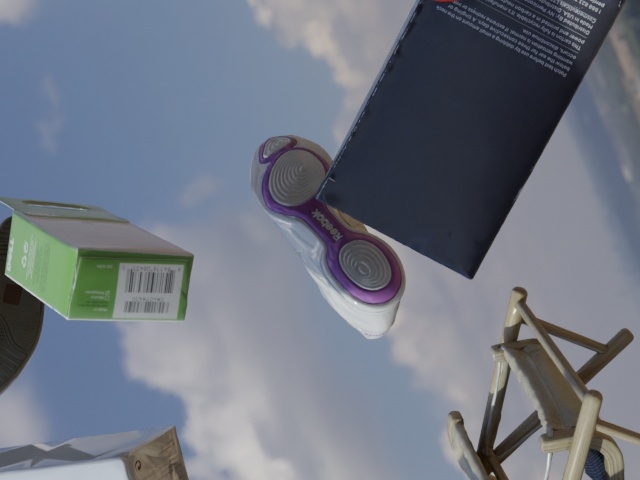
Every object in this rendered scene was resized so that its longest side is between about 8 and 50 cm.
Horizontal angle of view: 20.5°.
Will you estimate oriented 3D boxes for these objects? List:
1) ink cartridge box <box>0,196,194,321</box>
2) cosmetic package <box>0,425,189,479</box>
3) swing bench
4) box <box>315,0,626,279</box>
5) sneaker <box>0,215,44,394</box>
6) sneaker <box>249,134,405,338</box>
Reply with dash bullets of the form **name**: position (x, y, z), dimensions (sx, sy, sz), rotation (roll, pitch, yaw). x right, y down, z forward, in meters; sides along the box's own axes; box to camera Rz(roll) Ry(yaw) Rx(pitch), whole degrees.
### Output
- **ink cartridge box**: position (-0.205, 0.015, 1.541), dimensions (0.209, 0.109, 0.062), rotation (24, 108, 57)
- **cosmetic package**: position (-0.268, 0.327, 1.550), dimensions (0.097, 0.377, 0.284), rotation (-26, -76, -62)
- **swing bench**: position (0.254, 0.232, 1.918), dimensions (0.165, 0.254, 0.253), rotation (21, -162, -21)
- **box**: position (0.153, -0.162, 1.834), dimensions (0.179, 0.312, 0.343), rotation (29, -168, -1)
- **sneaker**: position (-0.325, 0.093, 1.820), dimensions (0.118, 0.083, 0.222), rotation (112, 174, -53)
- **sneaker**: position (0.000, 0.000, 2.245), dimensions (0.305, 0.114, 0.152), rotation (57, 165, 28)
